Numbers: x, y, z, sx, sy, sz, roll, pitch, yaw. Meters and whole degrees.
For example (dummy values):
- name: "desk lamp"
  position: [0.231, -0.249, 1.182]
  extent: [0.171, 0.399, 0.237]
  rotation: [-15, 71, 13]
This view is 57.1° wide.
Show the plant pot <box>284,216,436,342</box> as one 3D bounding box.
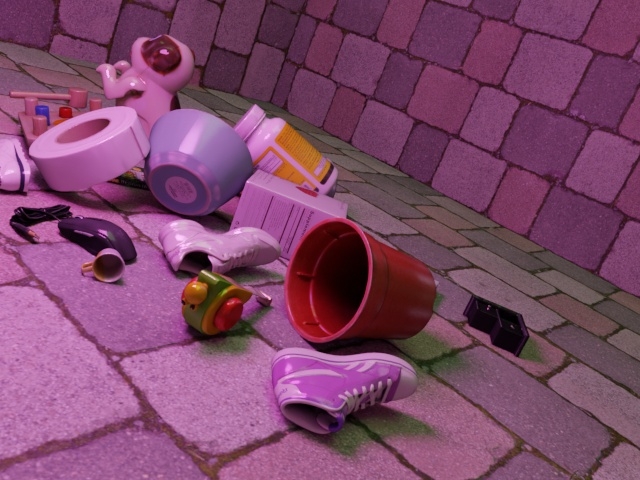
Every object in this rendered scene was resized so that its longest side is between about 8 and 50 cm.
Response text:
- name: "plant pot"
  position: [0.105, 0.112, 1.337]
  extent: [0.265, 0.272, 0.272]
  rotation: [18, 17, -40]

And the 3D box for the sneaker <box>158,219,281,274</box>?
- name: "sneaker"
  position: [-0.229, 0.041, 1.401]
  extent: [0.305, 0.114, 0.152]
  rotation: [5, 38, -31]

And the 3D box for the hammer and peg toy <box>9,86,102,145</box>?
- name: "hammer and peg toy"
  position: [-0.772, -0.356, 1.772]
  extent: [0.266, 0.127, 0.361]
  rotation: [-8, 32, -31]

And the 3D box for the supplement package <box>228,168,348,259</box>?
- name: "supplement package"
  position: [-0.086, -0.061, 1.693]
  extent: [0.293, 0.175, 0.177]
  rotation: [21, 18, -2]

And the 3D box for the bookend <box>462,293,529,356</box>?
- name: "bookend"
  position: [0.496, 0.239, 1.675]
  extent: [0.157, 0.072, 0.156]
  rotation: [23, 19, 4]

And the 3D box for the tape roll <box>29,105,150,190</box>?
- name: "tape roll"
  position: [-0.592, -0.243, 1.523]
  extent: [0.286, 0.100, 0.286]
  rotation: [-11, 33, 7]

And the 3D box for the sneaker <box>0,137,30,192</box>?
- name: "sneaker"
  position: [-0.781, -0.192, 1.436]
  extent: [0.095, 0.090, 0.235]
  rotation: [-6, 30, -37]

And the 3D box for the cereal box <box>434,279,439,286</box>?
- name: "cereal box"
  position: [0.244, 0.129, 1.734]
  extent: [0.173, 0.047, 0.240]
  rotation: [27, 19, 14]

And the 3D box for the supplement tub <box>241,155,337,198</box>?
- name: "supplement tub"
  position: [-0.125, -0.220, 2.049]
  extent: [0.338, 0.207, 0.207]
  rotation: [7, 24, -40]

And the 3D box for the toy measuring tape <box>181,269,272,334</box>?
- name: "toy measuring tape"
  position: [-0.194, 0.137, 1.196]
  extent: [0.121, 0.121, 0.330]
  rotation: [29, -3, 19]

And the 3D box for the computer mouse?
- name: "computer mouse"
  position: [-0.535, -0.027, 1.277]
  extent: [0.262, 0.060, 0.184]
  rotation: [28, 18, 18]

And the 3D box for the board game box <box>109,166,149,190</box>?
- name: "board game box"
  position: [-0.580, -0.197, 1.755]
  extent: [0.260, 0.030, 0.136]
  rotation: [11, 19, -29]

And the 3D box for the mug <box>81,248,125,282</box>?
- name: "mug"
  position: [-0.438, 0.043, 1.196]
  extent: [0.078, 0.062, 0.064]
  rotation: [21, 9, -24]

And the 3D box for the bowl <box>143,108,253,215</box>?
- name: "bowl"
  position: [-0.358, -0.188, 1.623]
  extent: [0.312, 0.311, 0.163]
  rotation: [21, 45, -2]

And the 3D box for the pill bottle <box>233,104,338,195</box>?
- name: "pill bottle"
  position: [-0.121, -0.254, 1.815]
  extent: [0.334, 0.188, 0.188]
  rotation: [41, 13, -16]

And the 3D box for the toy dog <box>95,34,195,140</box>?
- name: "toy dog"
  position: [-0.568, -0.489, 1.984]
  extent: [0.396, 0.407, 0.284]
  rotation: [25, 19, 10]

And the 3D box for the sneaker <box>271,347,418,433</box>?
- name: "sneaker"
  position: [0.055, 0.281, 1.038]
  extent: [0.282, 0.102, 0.161]
  rotation: [5, 26, -14]
